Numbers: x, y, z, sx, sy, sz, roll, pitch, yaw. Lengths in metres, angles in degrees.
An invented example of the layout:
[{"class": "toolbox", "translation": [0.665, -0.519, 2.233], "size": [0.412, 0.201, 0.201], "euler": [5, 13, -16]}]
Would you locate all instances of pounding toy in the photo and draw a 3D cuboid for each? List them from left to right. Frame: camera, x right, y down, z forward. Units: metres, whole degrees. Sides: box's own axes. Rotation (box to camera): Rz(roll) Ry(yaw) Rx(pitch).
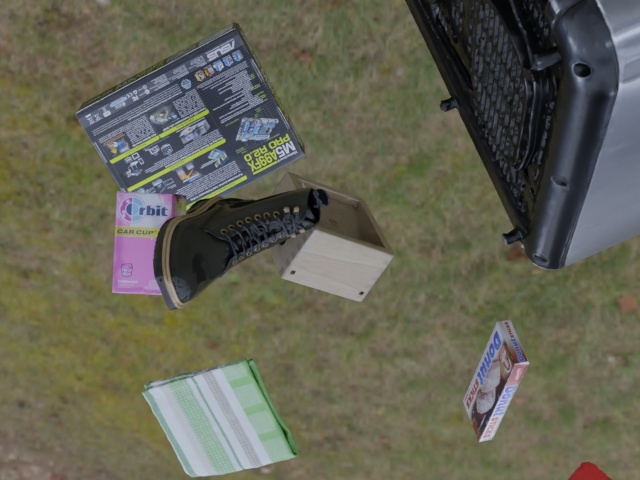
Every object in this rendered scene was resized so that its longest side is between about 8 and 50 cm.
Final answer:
[{"class": "pounding toy", "translation": [0.000, 0.000, 1.275], "size": [0.130, 0.141, 0.100], "euler": [18, 119, -32]}]

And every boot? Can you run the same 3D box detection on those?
[{"class": "boot", "translation": [-0.075, -0.005, 1.111], "size": [0.137, 0.198, 0.077], "euler": [-10, 115, 17]}]

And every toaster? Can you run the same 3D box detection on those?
[{"class": "toaster", "translation": [0.093, -0.105, 0.399], "size": [0.110, 0.168, 0.185], "euler": [-21, 157, -3]}]

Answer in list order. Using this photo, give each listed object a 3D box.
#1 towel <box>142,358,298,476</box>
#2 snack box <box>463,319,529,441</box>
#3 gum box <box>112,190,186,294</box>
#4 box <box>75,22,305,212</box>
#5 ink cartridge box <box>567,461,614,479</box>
[{"class": "towel", "translation": [-0.099, 0.176, 1.118], "size": [0.152, 0.023, 0.113], "euler": [-19, 103, 38]}, {"class": "snack box", "translation": [0.215, 0.176, 1.393], "size": [0.022, 0.064, 0.178], "euler": [-6, 141, -15]}, {"class": "gum box", "translation": [-0.188, 0.000, 1.267], "size": [0.062, 0.107, 0.188], "euler": [3, -179, -2]}, {"class": "box", "translation": [-0.190, -0.163, 1.667], "size": [0.270, 0.060, 0.216], "euler": [-27, 110, 7]}, {"class": "ink cartridge box", "translation": [0.134, 0.211, 0.503], "size": [0.181, 0.225, 0.056], "euler": [39, 147, 22]}]
